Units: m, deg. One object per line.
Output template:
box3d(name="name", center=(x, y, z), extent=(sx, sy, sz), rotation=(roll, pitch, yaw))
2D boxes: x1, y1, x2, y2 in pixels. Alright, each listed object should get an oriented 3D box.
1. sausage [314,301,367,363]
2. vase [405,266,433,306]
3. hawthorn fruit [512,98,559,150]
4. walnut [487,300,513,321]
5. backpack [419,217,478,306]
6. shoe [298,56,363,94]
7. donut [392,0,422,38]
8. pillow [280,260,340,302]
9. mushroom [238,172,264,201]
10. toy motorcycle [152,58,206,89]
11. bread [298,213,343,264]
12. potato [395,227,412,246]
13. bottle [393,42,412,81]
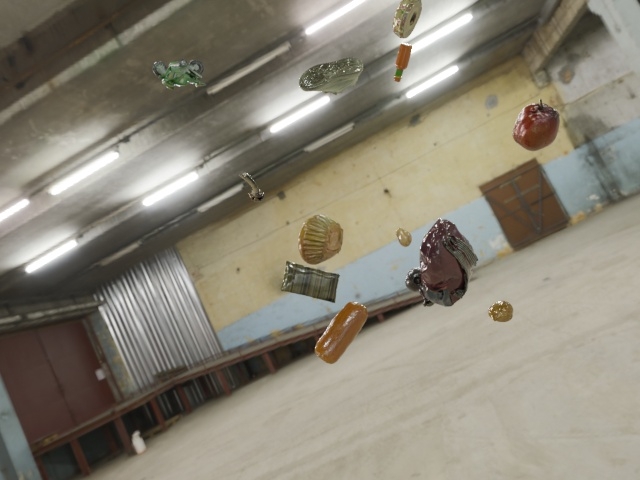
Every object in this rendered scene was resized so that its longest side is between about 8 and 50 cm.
box3d(name="sausage", center=(0.071, 0.305, 1.647), extent=(0.238, 0.098, 0.098), rotation=(-51, 5, -24))
box3d(name="vase", center=(0.440, 0.205, 2.117), extent=(0.120, 0.183, 0.120), rotation=(-11, -41, -10))
box3d(name="hawthorn fruit", center=(0.786, -0.428, 1.779), extent=(0.156, 0.157, 0.194), rotation=(-24, -41, -13))
box3d(name="walnut", center=(0.706, 0.268, 1.914), extent=(0.121, 0.091, 0.052), rotation=(-28, -45, -45))
box3d(name="backpack", center=(0.495, 0.069, 1.916), extent=(0.197, 0.317, 0.283), rotation=(12, 55, 34))
box3d(name="shoe", center=(0.053, -0.760, 2.357), extent=(0.315, 0.124, 0.159), rotation=(-18, -21, -2))
box3d(name="donut", center=(0.345, -0.900, 1.971), extent=(0.175, 0.068, 0.175), rotation=(-51, -19, -26))
box3d(name="pillow", center=(-0.035, 0.147, 1.731), extent=(0.203, 0.113, 0.038), rotation=(16, -21, -13))
box3d(name="mushroom", center=(-0.294, -0.230, 2.079), extent=(0.060, 0.061, 0.187), rotation=(-37, -38, -8))
box3d(name="toy motorcycle", center=(-0.531, -0.624, 1.853), extent=(0.190, 0.106, 0.074), rotation=(-12, 14, -24))
box3d(name="bread", center=(-0.004, 0.000, 2.172), extent=(0.138, 0.240, 0.240), rotation=(13, 14, 28))
box3d(name="potato", center=(0.349, -0.015, 2.062), extent=(0.062, 0.083, 0.068), rotation=(-42, -6, -41))
box3d(name="bottle", center=(0.417, -0.910, 2.522), extent=(0.069, 0.069, 0.187), rotation=(-20, -48, -47))
